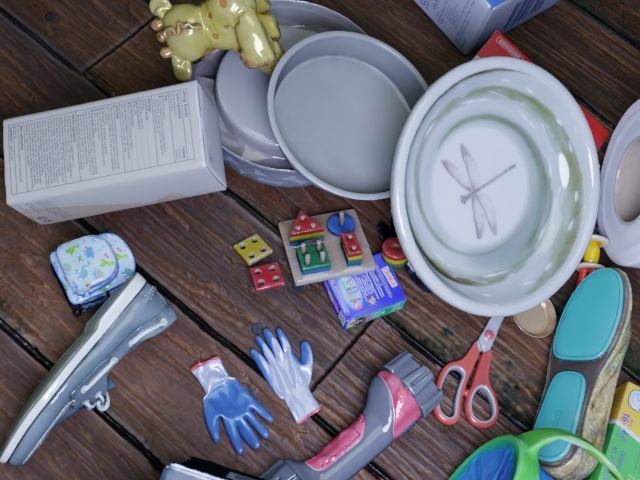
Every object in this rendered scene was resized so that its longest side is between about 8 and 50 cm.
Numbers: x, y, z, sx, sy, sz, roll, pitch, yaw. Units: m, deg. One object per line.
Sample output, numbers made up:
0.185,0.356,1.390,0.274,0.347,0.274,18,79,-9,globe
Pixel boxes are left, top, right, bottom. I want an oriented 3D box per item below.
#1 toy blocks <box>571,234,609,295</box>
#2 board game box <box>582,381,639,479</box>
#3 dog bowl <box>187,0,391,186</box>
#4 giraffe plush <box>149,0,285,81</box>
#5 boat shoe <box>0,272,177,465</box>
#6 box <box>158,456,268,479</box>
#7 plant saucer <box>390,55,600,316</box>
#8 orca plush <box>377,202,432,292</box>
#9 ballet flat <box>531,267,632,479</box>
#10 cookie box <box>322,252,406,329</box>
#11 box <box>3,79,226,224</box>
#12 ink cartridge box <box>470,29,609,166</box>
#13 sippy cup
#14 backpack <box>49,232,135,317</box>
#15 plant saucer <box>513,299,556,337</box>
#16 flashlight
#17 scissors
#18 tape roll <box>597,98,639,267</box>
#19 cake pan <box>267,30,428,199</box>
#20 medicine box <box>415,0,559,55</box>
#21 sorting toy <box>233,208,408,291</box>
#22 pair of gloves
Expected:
0.415,0.060,1.429,0.123,0.054,0.148,11,74,3,toy blocks
0.563,0.394,1.291,0.316,0.064,0.242,26,64,4,board game box
-0.056,-0.247,1.472,0.348,0.102,0.349,4,65,-8,dog bowl
-0.172,-0.337,1.362,0.170,0.210,0.182,-19,70,14,giraffe plush
-0.327,0.196,1.215,0.099,0.116,0.319,41,71,-16,boat shoe
-0.132,0.472,0.977,0.211,0.293,0.396,18,76,0,box
0.263,-0.084,1.346,0.400,0.100,0.401,-2,95,-27,plant saucer
0.185,-0.064,1.423,0.151,0.102,0.287,15,64,-2,orca plush
0.416,0.212,1.329,0.123,0.123,0.349,23,68,2,ballet flat
0.070,0.081,1.371,0.107,0.040,0.092,-18,68,-16,cookie box
-0.312,-0.131,1.307,0.310,0.121,0.148,-9,74,6,box
0.368,-0.214,1.512,0.296,0.066,0.261,41,66,-3,ink cartridge box
0.280,0.424,1.156,0.224,0.305,0.240,39,36,-2,sippy cup
-0.342,0.042,1.300,0.114,0.084,0.105,-23,73,-21,backpack
0.349,0.122,1.406,0.083,0.015,0.084,8,64,-18,plant saucer
0.038,0.288,1.243,0.304,0.103,0.103,-34,112,-18,flashlight
0.256,0.163,1.374,0.108,0.021,0.297,18,64,-1,scissors
0.558,-0.091,1.395,0.100,0.286,0.286,9,64,-5,tape roll
0.049,-0.195,1.371,0.293,0.054,0.293,6,70,-18,cake pan
0.304,-0.550,1.645,0.263,0.149,0.289,-33,75,-21,medicine box
0.000,0.000,1.370,0.274,0.046,0.132,-10,49,-9,sorting toy
-0.091,0.222,1.291,0.198,0.023,0.159,-25,72,-18,pair of gloves
